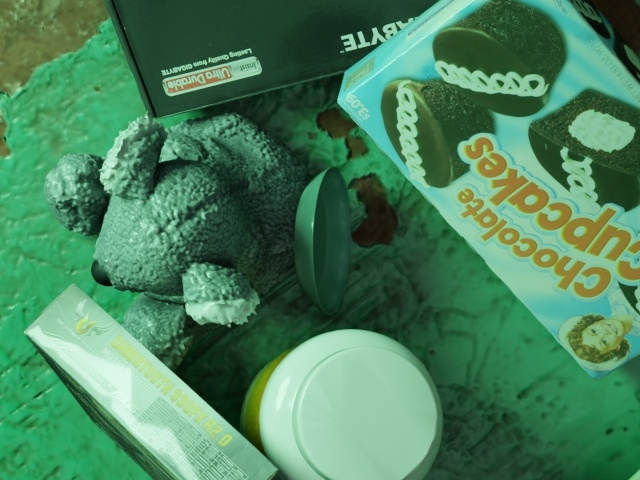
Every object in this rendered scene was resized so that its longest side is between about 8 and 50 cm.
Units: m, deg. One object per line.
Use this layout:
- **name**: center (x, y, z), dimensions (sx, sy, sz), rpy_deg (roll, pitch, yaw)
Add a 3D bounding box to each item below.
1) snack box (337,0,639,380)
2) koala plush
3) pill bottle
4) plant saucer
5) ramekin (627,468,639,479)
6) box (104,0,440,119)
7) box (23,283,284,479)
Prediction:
- **snack box**: center (0.188, -0.056, 1.408), dimensions (0.187, 0.060, 0.322), rpy_deg (-36, 110, 24)
- **koala plush**: center (-0.107, -0.014, 1.420), dimensions (0.203, 0.221, 0.196), rpy_deg (-29, 89, 3)
- **pill bottle**: center (0.017, 0.138, 1.394), dimensions (0.136, 0.245, 0.136), rpy_deg (1, 83, -8)
- **plant saucer**: center (0.000, 0.000, 1.469), dimensions (0.021, 0.119, 0.119), rpy_deg (2, 91, 15)
- **ramekin**: center (0.329, 0.305, 1.405), dimensions (0.303, 0.148, 0.303), rpy_deg (1, 73, -3)
- **box**: center (-0.042, -0.265, 1.410), dimensions (0.295, 0.073, 0.293), rpy_deg (-11, 111, 17)
- **box**: center (-0.111, 0.154, 1.403), dimensions (0.231, 0.183, 0.056), rpy_deg (39, 75, 26)
